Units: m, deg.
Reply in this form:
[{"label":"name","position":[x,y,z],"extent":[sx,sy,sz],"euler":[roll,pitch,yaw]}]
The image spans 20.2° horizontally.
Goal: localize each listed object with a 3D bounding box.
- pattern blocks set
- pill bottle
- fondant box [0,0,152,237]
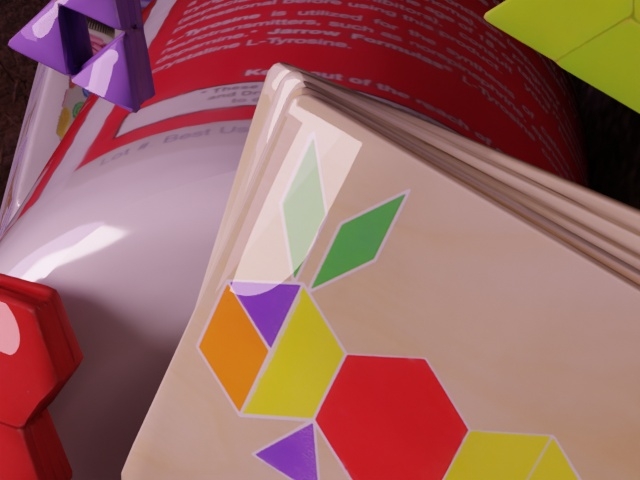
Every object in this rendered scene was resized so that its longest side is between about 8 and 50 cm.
[{"label":"pattern blocks set","position":[0.037,0.049,0.488],"extent":[0.285,0.325,0.026],"euler":[-56,-10,25]},{"label":"pill bottle","position":[0.000,0.000,0.751],"extent":[0.408,0.229,0.229],"euler":[-76,10,-64]},{"label":"fondant box","position":[-0.045,-0.089,1.064],"extent":[0.096,0.238,0.330],"euler":[125,158,-49]}]
